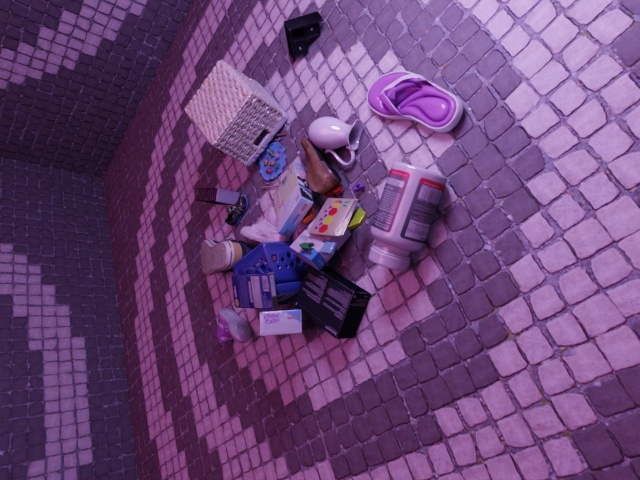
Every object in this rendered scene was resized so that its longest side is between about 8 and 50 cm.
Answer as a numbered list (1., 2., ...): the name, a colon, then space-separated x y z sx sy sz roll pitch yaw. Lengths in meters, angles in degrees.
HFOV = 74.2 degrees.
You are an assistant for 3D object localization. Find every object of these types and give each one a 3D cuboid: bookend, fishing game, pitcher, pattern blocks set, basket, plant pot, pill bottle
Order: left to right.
1. basket: -0.393 -0.585 1.968 0.328 0.267 0.331 -48 62 16
2. fishing game: -0.235 -0.377 1.995 0.189 0.041 0.263 9 90 44
3. plant pot: -0.182 0.145 1.725 0.236 0.236 0.211 -34 68 38
4. bookend: -0.068 -0.896 1.864 0.157 0.156 0.072 82 165 -59
5. pattern blocks set: 0.049 -0.088 1.557 0.286 0.026 0.324 18 66 47
6. pitcher: 0.055 -0.387 1.644 0.207 0.126 0.177 16 104 34
7. pill bottle: 0.261 -0.072 1.330 0.176 0.177 0.318 28 103 45

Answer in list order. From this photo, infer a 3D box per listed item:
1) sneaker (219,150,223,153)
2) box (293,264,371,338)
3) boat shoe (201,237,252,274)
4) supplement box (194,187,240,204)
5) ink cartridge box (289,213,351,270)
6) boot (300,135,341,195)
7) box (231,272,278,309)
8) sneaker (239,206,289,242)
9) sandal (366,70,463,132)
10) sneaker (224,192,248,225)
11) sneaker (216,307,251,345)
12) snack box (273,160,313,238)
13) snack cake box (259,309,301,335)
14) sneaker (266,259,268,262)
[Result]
1. sneaker: -0.486 -0.627 2.255 0.147 0.130 0.329 -136 56 -66
2. box: 0.037 0.220 1.570 0.261 0.103 0.184 30 101 45
3. boat shoe: -0.481 0.079 2.104 0.500 0.156 0.186 -7 84 57
4. supplement box: -0.545 -0.231 2.229 0.240 0.130 0.073 7 89 46
5. ink cartridge box: 0.000 0.000 1.599 0.190 0.082 0.140 -47 43 -12
6. boot: -0.031 -0.306 1.698 0.115 0.112 0.305 -42 51 19
7. box: -0.255 0.193 1.623 0.226 0.037 0.136 -5 92 40
8. sneaker: -0.237 -0.071 1.910 0.293 0.108 0.169 14 92 37
9. sandal: 0.292 -0.483 1.414 0.416 0.102 0.169 34 108 44
10. sneaker: -0.424 -0.153 2.127 0.067 0.078 0.188 50 118 38
11. sneaker: -0.418 0.451 2.021 0.282 0.102 0.160 32 110 55
12. snack box: -0.119 -0.174 1.744 0.187 0.060 0.321 -54 27 26
13. snack cake box: -0.161 0.318 1.637 0.264 0.152 0.089 130 139 -76
14. sneaker: -0.256 0.119 1.923 0.075 0.063 0.170 41 118 42
